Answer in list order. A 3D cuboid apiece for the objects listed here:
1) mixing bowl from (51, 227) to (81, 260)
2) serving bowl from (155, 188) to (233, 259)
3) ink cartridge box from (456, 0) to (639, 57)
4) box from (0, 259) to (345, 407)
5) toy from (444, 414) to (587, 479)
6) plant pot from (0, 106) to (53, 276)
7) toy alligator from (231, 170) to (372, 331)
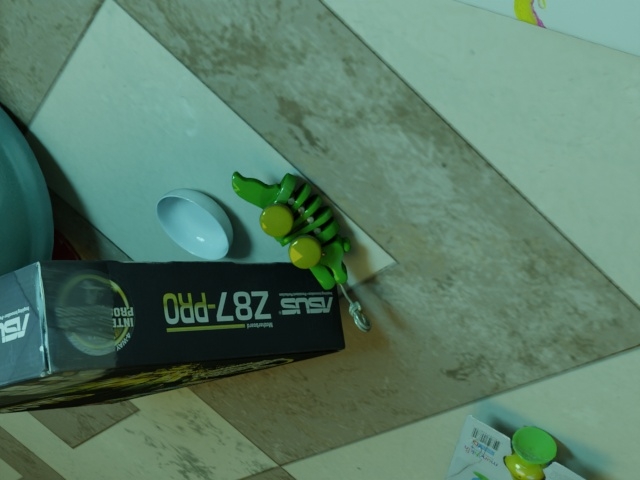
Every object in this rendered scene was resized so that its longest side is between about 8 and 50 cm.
[{"bbox_3d":[-0.380,0.039,1.218,0.181,0.098,0.181,23,143,19],"label":"mixing bowl"},{"bbox_3d":[-0.117,-0.020,0.980,0.083,0.027,0.083,24,145,18],"label":"serving bowl"},{"bbox_3d":[0.124,-0.186,0.529,0.231,0.078,0.134,22,143,21],"label":"ink cartridge box"},{"bbox_3d":[-0.224,0.099,0.954,0.395,0.097,0.318,-17,165,41],"label":"box"},{"bbox_3d":[0.194,0.266,1.031,0.137,0.056,0.237,27,140,19],"label":"toy"},{"bbox_3d":[-0.452,-0.017,1.038,0.293,0.196,0.293,11,115,23],"label":"plant pot"},{"bbox_3d":[0.000,0.000,0.888,0.051,0.056,0.190,-38,107,13],"label":"toy alligator"}]
